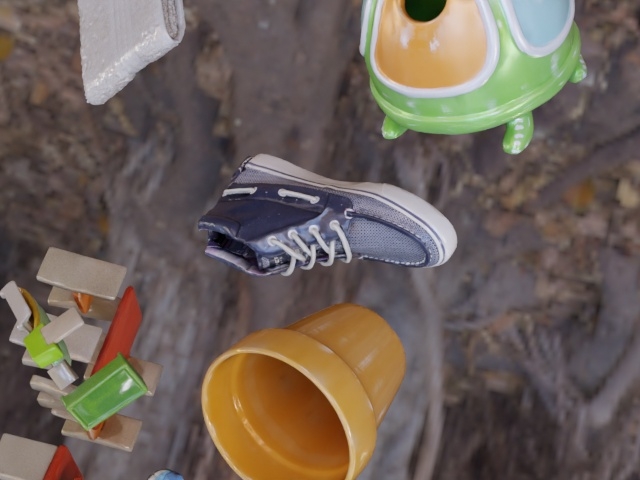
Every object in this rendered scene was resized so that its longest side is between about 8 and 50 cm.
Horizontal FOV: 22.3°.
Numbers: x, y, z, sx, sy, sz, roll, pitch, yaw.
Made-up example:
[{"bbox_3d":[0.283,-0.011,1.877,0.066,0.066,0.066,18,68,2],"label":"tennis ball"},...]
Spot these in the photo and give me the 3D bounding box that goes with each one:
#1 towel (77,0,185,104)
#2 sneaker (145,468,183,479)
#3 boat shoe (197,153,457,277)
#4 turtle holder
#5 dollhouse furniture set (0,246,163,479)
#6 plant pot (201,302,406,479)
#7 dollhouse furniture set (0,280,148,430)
[{"bbox_3d":[-0.259,-0.334,2.168,0.049,0.282,0.187,17,144,-39],"label":"towel"},{"bbox_3d":[-0.142,0.284,1.493,0.073,0.162,0.063,10,136,-2],"label":"sneaker"},{"bbox_3d":[0.000,0.000,2.136,0.341,0.158,0.127,16,139,32],"label":"boat shoe"},{"bbox_3d":[0.182,-0.266,1.805,0.243,0.320,0.227,28,145,45],"label":"turtle holder"},{"bbox_3d":[-0.249,0.176,1.792,0.135,0.259,0.262,13,152,12],"label":"dollhouse furniture set"},{"bbox_3d":[0.000,0.170,1.867,0.205,0.188,0.205,18,125,28],"label":"plant pot"},{"bbox_3d":[-0.196,0.080,1.290,0.151,0.059,0.076,50,174,50],"label":"dollhouse furniture set"}]
